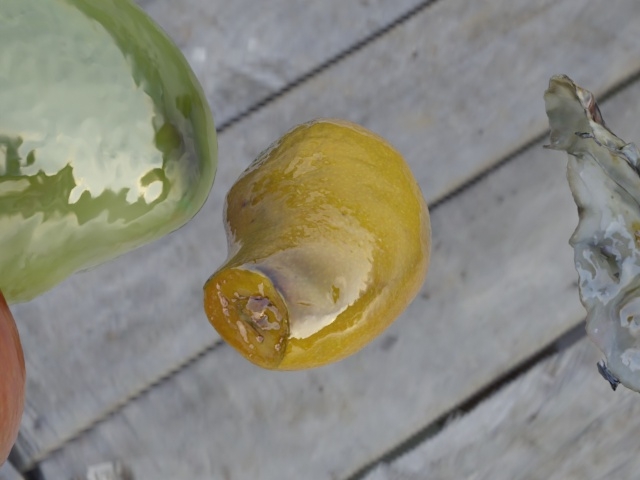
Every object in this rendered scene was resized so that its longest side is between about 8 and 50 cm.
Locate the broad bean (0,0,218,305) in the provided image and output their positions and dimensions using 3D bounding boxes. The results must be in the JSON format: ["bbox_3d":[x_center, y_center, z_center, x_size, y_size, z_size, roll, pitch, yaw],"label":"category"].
[{"bbox_3d":[-0.159,-0.061,0.871,0.121,0.263,0.189,-12,83,32],"label":"broad bean"}]

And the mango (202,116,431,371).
[{"bbox_3d":[0.004,0.002,1.577,0.187,0.144,0.359,14,30,-3],"label":"mango"}]

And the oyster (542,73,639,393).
[{"bbox_3d":[0.122,0.007,0.655,0.051,0.103,0.148,-12,59,-4],"label":"oyster"}]

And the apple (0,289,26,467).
[{"bbox_3d":[-0.203,0.049,0.713,0.173,0.195,0.160,35,71,-18],"label":"apple"}]
